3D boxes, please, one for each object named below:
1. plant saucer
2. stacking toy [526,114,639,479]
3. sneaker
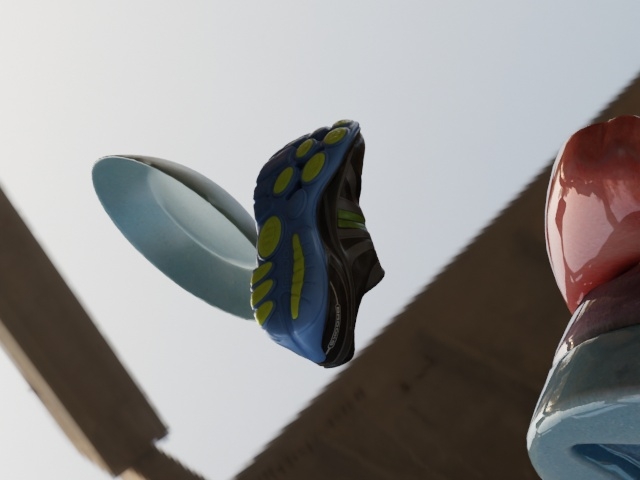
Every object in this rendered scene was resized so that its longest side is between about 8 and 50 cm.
[{"bbox_3d":[-0.099,-0.011,1.201,0.195,0.195,0.037,12,-124,44],"label":"plant saucer"},{"bbox_3d":[0.210,0.039,0.433,0.309,0.279,0.130,9,-122,14],"label":"stacking toy"},{"bbox_3d":[0.000,0.000,0.927,0.067,0.078,0.188,-19,-136,26],"label":"sneaker"}]
